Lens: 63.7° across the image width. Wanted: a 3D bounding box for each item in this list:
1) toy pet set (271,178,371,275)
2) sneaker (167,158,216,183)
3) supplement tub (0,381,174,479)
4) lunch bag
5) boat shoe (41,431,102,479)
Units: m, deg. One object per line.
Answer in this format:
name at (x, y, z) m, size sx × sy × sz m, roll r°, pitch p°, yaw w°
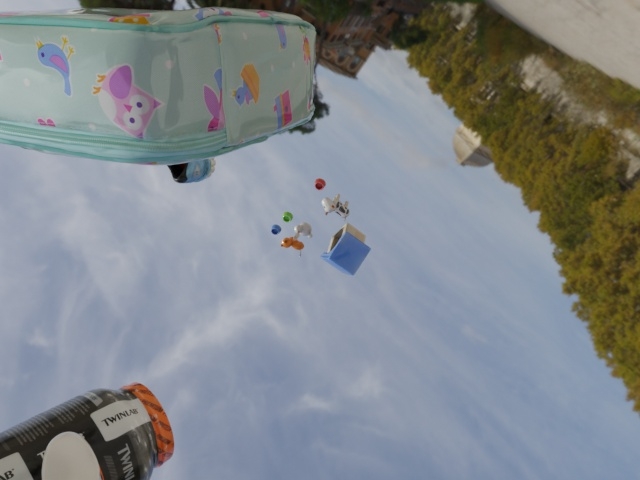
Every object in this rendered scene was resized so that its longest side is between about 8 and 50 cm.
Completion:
toy pet set at (0.000, 0.000, 0.695) m, size 0.114 × 0.122 × 0.065 m, roll 35°, pitch -142°, yaw -14°
sneaker at (-0.199, -0.148, 0.677) m, size 0.162 × 0.063 × 0.073 m, roll 63°, pitch -149°, yaw -13°
supplement tub at (-0.435, 0.387, 0.865) m, size 0.338 × 0.207 × 0.207 m, roll -22°, pitch -116°, yaw -45°
lunch bag at (-0.137, -0.146, 0.456) m, size 0.224 × 0.107 × 0.279 m, roll 8°, pitch -157°, yaw 19°
boat shoe at (-0.305, 0.332, 0.662) m, size 0.066 × 0.063 × 0.184 m, roll -26°, pitch -84°, yaw -30°
